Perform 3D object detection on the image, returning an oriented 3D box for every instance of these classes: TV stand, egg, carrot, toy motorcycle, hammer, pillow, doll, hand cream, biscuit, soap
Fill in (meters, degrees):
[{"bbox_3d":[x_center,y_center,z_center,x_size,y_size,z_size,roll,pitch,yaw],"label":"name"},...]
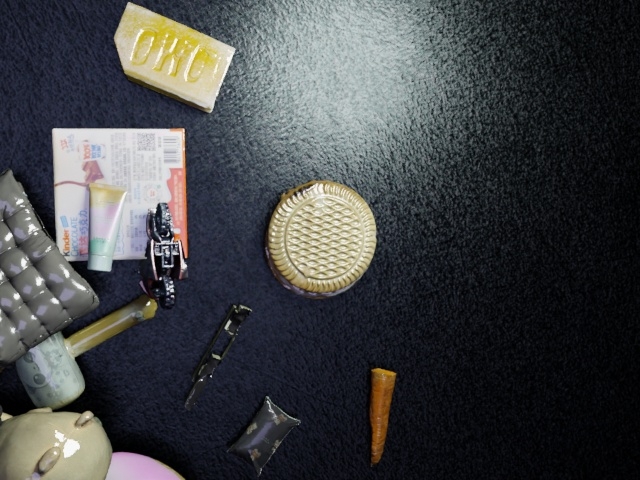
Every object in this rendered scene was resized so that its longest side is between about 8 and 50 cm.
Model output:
[{"bbox_3d":[-0.226,0.249,1.695,0.042,0.036,0.249,30,89,-13],"label":"TV stand"},{"bbox_3d":[-0.358,0.549,1.613,0.271,0.196,0.196,44,86,-19],"label":"egg"},{"bbox_3d":[0.134,0.399,1.771,0.057,0.057,0.224,2,97,-11],"label":"carrot"},{"bbox_3d":[-0.320,0.032,1.588,0.082,0.122,0.213,-1,86,-34],"label":"toy motorcycle"},{"bbox_3d":[-0.474,0.201,1.622,0.305,0.113,0.202,-26,102,-16],"label":"hammer"},{"bbox_3d":[-0.603,0.049,1.517,0.228,0.101,0.326,-35,83,-20],"label":"pillow"},{"bbox_3d":[-0.577,0.426,1.517,0.349,0.247,0.247,-15,99,31],"label":"doll"},{"bbox_3d":[-0.436,-0.026,1.586,0.076,0.047,0.174,7,87,-9],"label":"hand cream"},{"bbox_3d":[-0.124,0.428,1.723,0.090,0.048,0.150,39,83,-19],"label":"pillow"},{"bbox_3d":[0.000,0.000,1.696,0.259,0.079,0.259,-1,95,-10],"label":"biscuit"},{"bbox_3d":[-0.306,-0.371,1.613,0.232,0.073,0.140,22,86,-11],"label":"soap"}]

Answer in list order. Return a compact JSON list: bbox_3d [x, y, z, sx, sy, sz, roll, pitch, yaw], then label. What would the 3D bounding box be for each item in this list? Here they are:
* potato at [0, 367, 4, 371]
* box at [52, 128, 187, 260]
[{"bbox_3d":[-0.738,0.193,1.566,0.138,0.098,0.243,-43,99,-3],"label":"potato"},{"bbox_3d":[-0.410,-0.095,1.627,0.265,0.048,0.273,-1,97,-11],"label":"box"}]
